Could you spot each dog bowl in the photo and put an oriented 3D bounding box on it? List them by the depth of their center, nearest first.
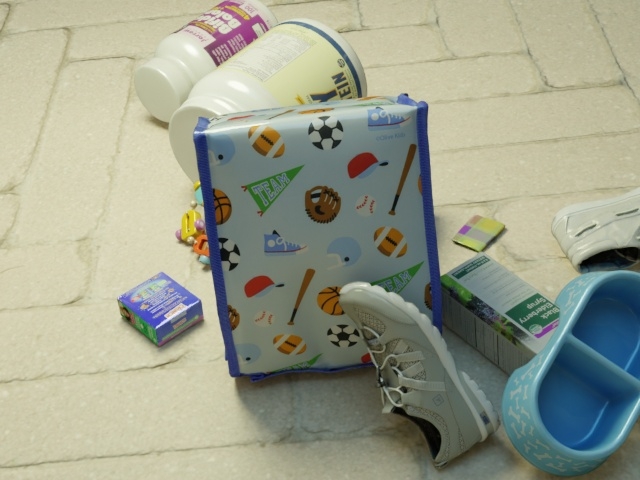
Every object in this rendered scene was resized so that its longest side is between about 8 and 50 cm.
[{"bbox_3d":[0.359,0.164,1.424,0.166,0.074,0.297,34,71,1],"label":"dog bowl"}]

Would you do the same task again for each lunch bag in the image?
[{"bbox_3d":[0.000,0.000,1.564,0.328,0.385,0.239,-8,13,0],"label":"lunch bag"}]

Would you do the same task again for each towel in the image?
[{"bbox_3d":[0.263,-0.013,1.818,0.060,0.009,0.083,23,48,31],"label":"towel"}]

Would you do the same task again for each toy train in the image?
[{"bbox_3d":[-0.182,-0.037,1.854,0.125,0.046,0.166,5,73,44],"label":"toy train"}]

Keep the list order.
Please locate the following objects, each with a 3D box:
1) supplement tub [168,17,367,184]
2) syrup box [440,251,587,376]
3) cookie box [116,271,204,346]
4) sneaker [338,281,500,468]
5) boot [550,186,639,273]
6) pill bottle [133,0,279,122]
[{"bbox_3d":[-0.092,-0.232,1.962,0.235,0.235,0.325,20,46,30],"label":"supplement tub"},{"bbox_3d":[0.281,0.124,1.576,0.093,0.096,0.237,-29,43,-23],"label":"syrup box"},{"bbox_3d":[-0.251,0.106,1.716,0.092,0.040,0.107,-32,45,-29],"label":"cookie box"},{"bbox_3d":[0.114,0.175,1.434,0.115,0.105,0.281,-41,92,-19],"label":"sneaker"},{"bbox_3d":[0.507,-0.015,1.735,0.258,0.095,0.123,-16,45,1],"label":"boot"},{"bbox_3d":[-0.226,-0.362,2.196,0.169,0.169,0.301,22,46,31],"label":"pill bottle"}]
